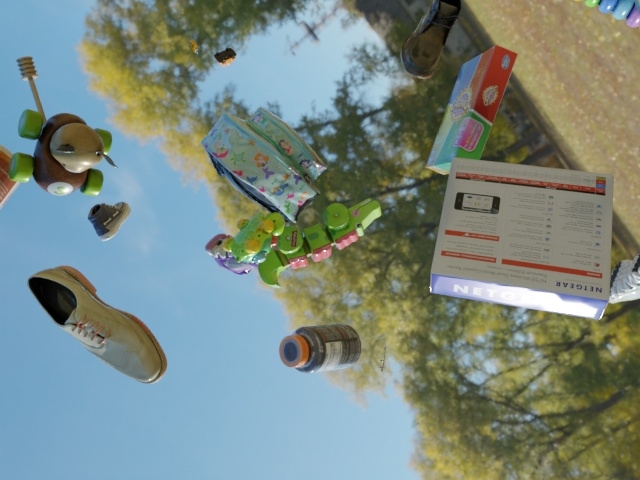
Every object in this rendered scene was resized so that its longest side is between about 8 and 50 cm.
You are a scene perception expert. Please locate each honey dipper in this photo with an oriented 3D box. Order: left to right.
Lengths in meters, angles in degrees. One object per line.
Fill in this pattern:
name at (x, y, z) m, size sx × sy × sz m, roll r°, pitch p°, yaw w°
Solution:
honey dipper at (-0.518, -0.254, 1.219) m, size 0.030 × 0.030 × 0.161 m, roll -29°, pitch -74°, yaw -71°

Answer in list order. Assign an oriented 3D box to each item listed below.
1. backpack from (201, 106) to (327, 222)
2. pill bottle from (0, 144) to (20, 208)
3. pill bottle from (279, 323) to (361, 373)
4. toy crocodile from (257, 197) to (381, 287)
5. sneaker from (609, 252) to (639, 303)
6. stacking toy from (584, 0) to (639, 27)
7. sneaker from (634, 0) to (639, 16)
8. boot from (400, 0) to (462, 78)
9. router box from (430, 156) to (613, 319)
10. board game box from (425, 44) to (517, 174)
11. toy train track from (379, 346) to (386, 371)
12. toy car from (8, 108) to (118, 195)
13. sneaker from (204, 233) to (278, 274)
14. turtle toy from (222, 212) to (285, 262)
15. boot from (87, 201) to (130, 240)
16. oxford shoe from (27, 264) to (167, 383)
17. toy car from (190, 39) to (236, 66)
backpack at (-0.127, -0.178, 1.463) m, size 0.253 × 0.191 × 0.225 m, roll 29°, pitch -169°, yaw -46°
pill bottle at (-0.668, -0.081, 1.255) m, size 0.121 × 0.121 × 0.216 m, roll 43°, pitch -127°, yaw -29°
pill bottle at (-0.005, 0.304, 1.876) m, size 0.245 × 0.130 × 0.131 m, roll 6°, pitch -130°, yaw -50°
toy crocodile at (0.000, 0.000, 1.629) m, size 0.105 × 0.340 × 0.115 m, roll 62°, pitch 175°, yaw 20°
sneaker at (0.737, 0.095, 1.515) m, size 0.118 × 0.110 × 0.292 m, roll 28°, pitch 164°, yaw 8°
stacking toy at (0.638, -0.598, 1.542) m, size 0.330 × 0.141 × 0.141 m, roll 23°, pitch -164°, yaw 10°
sneaker at (0.654, -0.374, 1.211) m, size 0.228 × 0.092 × 0.088 m, roll 39°, pitch -137°, yaw -36°
boot at (0.208, -0.394, 1.245) m, size 0.082 × 0.106 × 0.219 m, roll 20°, pitch -134°, yaw 0°
router box at (0.411, -0.015, 1.363) m, size 0.082 × 0.335 × 0.301 m, roll 77°, pitch -154°, yaw -56°
board game box at (0.399, -0.340, 1.794) m, size 0.064 × 0.317 × 0.242 m, roll 20°, pitch 179°, yaw -9°
toy train track at (0.201, 0.384, 2.160) m, size 0.048 × 0.014 × 0.083 m, roll -34°, pitch -48°, yaw -76°
toy car at (-0.425, -0.143, 1.149) m, size 0.155 × 0.149 × 0.188 m, roll 11°, pitch -176°, yaw -39°
sneaker at (-0.206, 0.050, 1.856) m, size 0.095 × 0.236 × 0.105 m, roll -52°, pitch -41°, yaw -41°
turtle toy at (-0.115, -0.006, 1.240) m, size 0.066 × 0.095 × 0.130 m, roll 52°, pitch -120°, yaw -31°
boot at (-0.611, -0.083, 1.931) m, size 0.190 × 0.069 × 0.086 m, roll -90°, pitch -21°, yaw -59°
oxford shoe at (-0.547, 0.215, 1.606) m, size 0.397 × 0.141 × 0.146 m, roll 36°, pitch -175°, yaw 7°
toy car at (-0.282, -0.499, 1.768) m, size 0.122 × 0.060 × 0.041 m, roll 33°, pitch 153°, yaw 13°
